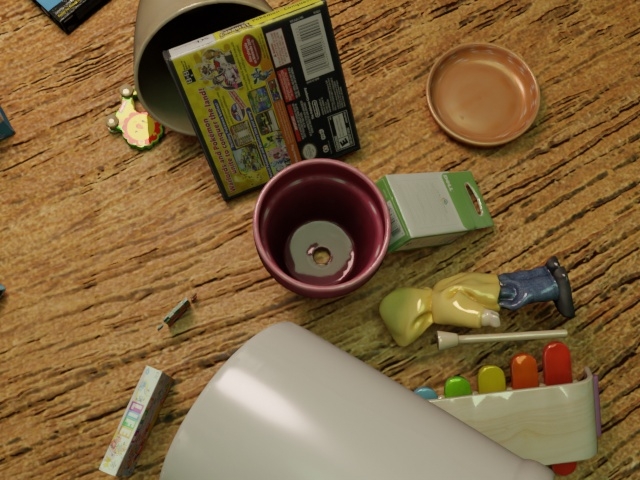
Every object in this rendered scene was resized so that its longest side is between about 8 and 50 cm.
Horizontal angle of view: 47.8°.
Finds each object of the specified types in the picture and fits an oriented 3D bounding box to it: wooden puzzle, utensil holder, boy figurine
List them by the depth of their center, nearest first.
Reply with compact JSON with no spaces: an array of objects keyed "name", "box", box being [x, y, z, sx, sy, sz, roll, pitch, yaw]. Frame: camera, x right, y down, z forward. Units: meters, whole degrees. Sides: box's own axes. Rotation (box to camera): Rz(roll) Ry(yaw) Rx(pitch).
[{"name":"utensil holder","box":[0.039,0.327,0.908,0.385,0.327,0.328,29,74,21]},{"name":"boy figurine","box":[0.232,0.097,1.098,0.285,0.177,0.092,-14,103,7]},{"name":"wooden puzzle","box":[-0.224,0.113,1.135,0.006,0.049,0.083,42,77,9]}]

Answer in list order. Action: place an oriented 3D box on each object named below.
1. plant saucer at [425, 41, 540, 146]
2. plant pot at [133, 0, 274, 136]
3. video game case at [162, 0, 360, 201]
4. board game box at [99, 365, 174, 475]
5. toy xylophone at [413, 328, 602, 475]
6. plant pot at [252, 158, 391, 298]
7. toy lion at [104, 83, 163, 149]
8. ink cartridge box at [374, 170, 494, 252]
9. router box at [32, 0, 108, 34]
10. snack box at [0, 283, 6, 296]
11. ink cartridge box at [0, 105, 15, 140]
[{"name":"plant saucer","box":[0.281,-0.252,1.264,0.200,0.037,0.200,0,74,-1]},{"name":"plant pot","box":[-0.199,-0.356,1.195,0.256,0.256,0.274,-18,53,-6]},{"name":"video game case","box":[-0.080,-0.214,1.130,0.248,0.275,0.035,-22,42,-5]},{"name":"board game box","box":[-0.266,0.265,1.060,0.026,0.103,0.154,21,74,5]},{"name":"toy xylophone","box":[0.266,0.237,1.058,0.322,0.081,0.236,2,96,-2]},{"name":"plant pot","box":[0.000,0.000,1.106,0.201,0.180,0.201,0,73,-2]},{"name":"toy lion","box":[-0.313,-0.208,1.244,0.096,0.034,0.100,20,73,-2]},{"name":"ink cartridge box","box":[0.177,-0.049,1.166,0.209,0.062,0.109,-8,69,-40]},{"name":"router box","box":[-0.441,-0.479,1.313,0.133,0.046,0.179,42,77,11]},{"name":"snack box","box":[-0.618,0.044,1.009,0.187,0.322,0.060,36,97,9]},{"name":"ink cartridge box","box":[-0.636,-0.242,1.139,0.171,0.233,0.168,-30,76,-10]}]
